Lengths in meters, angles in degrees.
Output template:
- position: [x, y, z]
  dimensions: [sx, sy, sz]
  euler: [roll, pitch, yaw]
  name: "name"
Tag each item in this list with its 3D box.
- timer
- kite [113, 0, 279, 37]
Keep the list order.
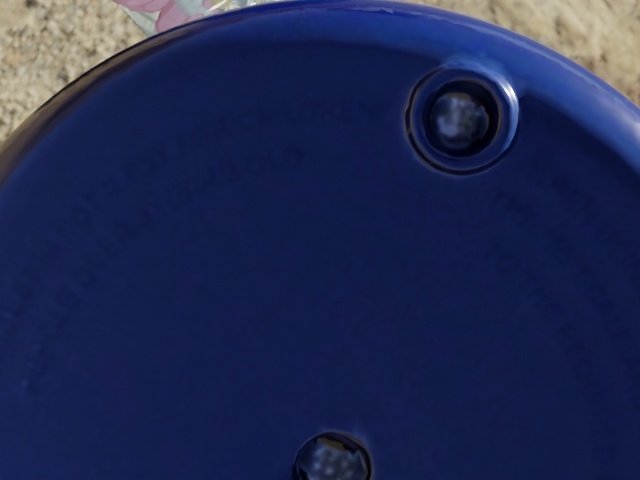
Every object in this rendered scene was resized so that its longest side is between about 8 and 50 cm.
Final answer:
- position: [0.012, 0.049, 0.557]
  dimensions: [0.270, 0.383, 0.270]
  euler: [0, 95, 3]
  name: "timer"
- position: [-0.173, -0.288, 1.160]
  dimensions: [0.360, 0.022, 0.204]
  euler: [33, 65, -5]
  name: "kite"
